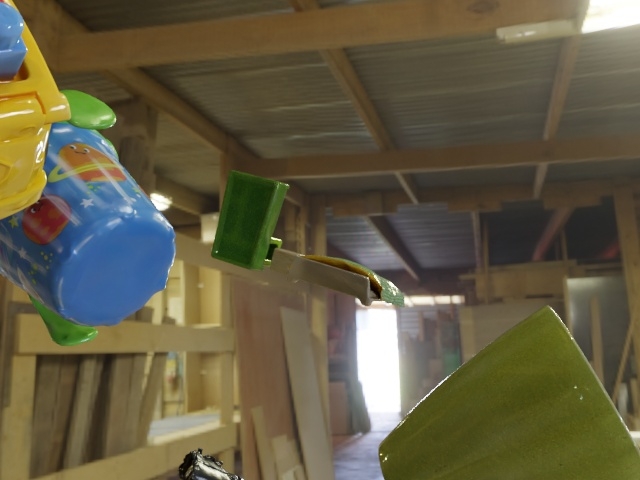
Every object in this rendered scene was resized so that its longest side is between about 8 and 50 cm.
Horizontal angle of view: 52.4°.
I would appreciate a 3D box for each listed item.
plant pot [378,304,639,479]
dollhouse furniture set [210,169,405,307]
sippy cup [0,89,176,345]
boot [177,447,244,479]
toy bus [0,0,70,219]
[{"bbox_3d":[0.236,0.273,0.864,0.294,0.274,0.275,-28,-17,11],"label":"plant pot"},{"bbox_3d":[0.000,0.000,1.103,0.302,0.151,0.198,16,1,23],"label":"dollhouse furniture set"},{"bbox_3d":[-0.311,-0.013,0.825,0.224,0.240,0.305,36,-19,31],"label":"sippy cup"},{"bbox_3d":[-0.140,0.339,0.882,0.099,0.045,0.121,41,0,-24],"label":"boot"},{"bbox_3d":[-0.273,-0.139,0.441,0.150,0.220,0.211,-24,-8,-43],"label":"toy bus"}]
